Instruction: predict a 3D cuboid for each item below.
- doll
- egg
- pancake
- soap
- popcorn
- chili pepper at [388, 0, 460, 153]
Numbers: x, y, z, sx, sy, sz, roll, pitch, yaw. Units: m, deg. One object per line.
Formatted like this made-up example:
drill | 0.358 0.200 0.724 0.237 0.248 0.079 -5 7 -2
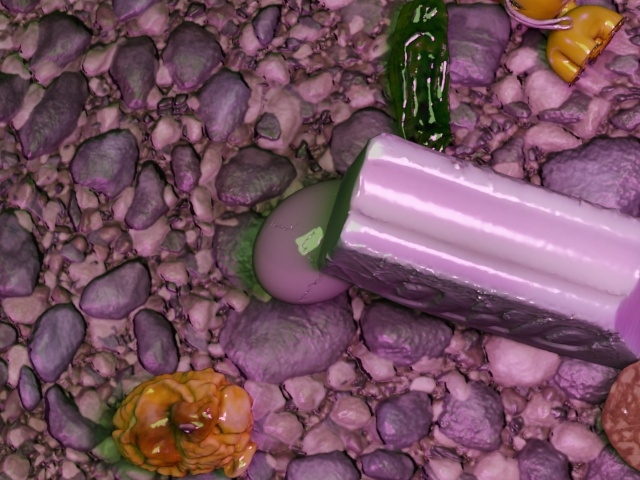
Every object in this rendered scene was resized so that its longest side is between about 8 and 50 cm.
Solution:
doll | 0.293 -0.319 1.876 0.221 0.143 0.135 45 62 8
egg | 0.000 0.000 1.860 0.198 0.146 0.146 -42 76 -5
pancake | 0.466 0.214 1.740 0.235 0.029 0.212 5 121 9
soap | 0.231 0.024 1.745 0.446 0.261 0.156 17 77 -6
popcorn | -0.167 0.236 1.860 0.194 0.163 0.140 -24 54 37
chili pepper | 0.141 -0.226 1.915 0.100 0.074 0.257 -2 85 7
